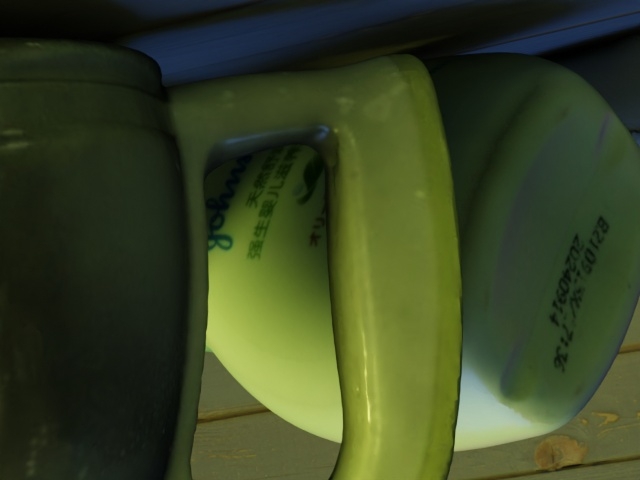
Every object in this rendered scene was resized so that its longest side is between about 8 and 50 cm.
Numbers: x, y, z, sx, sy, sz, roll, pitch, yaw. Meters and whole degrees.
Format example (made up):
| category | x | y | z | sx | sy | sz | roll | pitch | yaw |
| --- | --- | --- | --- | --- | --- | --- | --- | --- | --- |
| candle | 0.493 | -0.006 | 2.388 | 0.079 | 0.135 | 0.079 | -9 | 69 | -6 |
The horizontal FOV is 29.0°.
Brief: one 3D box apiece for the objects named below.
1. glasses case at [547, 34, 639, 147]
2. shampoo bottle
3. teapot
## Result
| category | x | y | z | sx | sy | sz | roll | pitch | yaw |
| --- | --- | --- | --- | --- | --- | --- | --- | --- | --- |
| glasses case | 0.160 | -0.083 | 0.858 | 0.308 | 0.083 | 0.128 | -11 | -174 | 38 |
| shampoo bottle | 0.000 | 0.000 | 0.705 | 0.349 | 0.222 | 0.151 | 2 | 153 | 48 |
| teapot | -0.124 | 0.052 | 0.470 | 0.321 | 0.239 | 0.239 | -13 | -178 | -40 |
